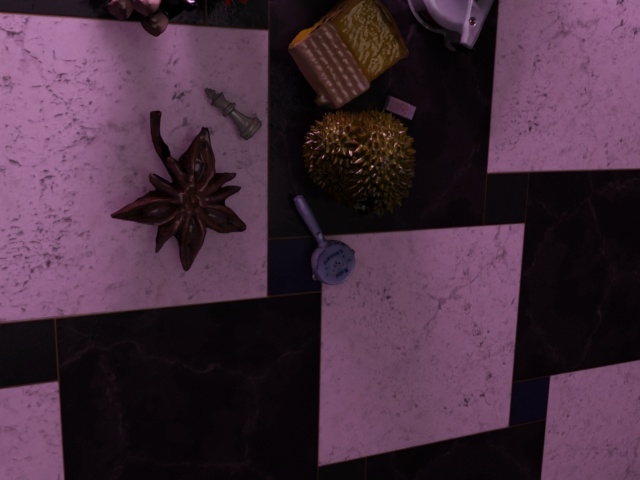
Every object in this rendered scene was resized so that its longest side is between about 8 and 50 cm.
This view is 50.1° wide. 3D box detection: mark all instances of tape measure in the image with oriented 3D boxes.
[{"bbox_3d":[0.338,-0.630,1.708,0.246,0.125,0.243,24,90,-27],"label":"tape measure"}]

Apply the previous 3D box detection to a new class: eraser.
[{"bbox_3d":[0.205,-0.342,1.767,0.083,0.019,0.038,16,93,-26],"label":"eraser"}]

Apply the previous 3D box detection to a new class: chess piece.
[{"bbox_3d":[-0.208,-0.299,1.579,0.149,0.059,0.059,40,83,-18],"label":"chess piece"}]

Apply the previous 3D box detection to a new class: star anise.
[{"bbox_3d":[-0.306,-0.105,1.545,0.349,0.109,0.292,39,77,-36],"label":"star anise"}]

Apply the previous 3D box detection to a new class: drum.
[{"bbox_3d":[0.019,-0.007,1.738,0.130,0.049,0.253,-19,108,-19],"label":"drum"}]

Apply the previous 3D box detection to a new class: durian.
[{"bbox_3d":[0.107,-0.193,1.625,0.224,0.291,0.291,-49,116,-26],"label":"durian"}]

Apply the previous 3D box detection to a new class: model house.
[{"bbox_3d":[0.053,-0.436,1.594,0.234,0.175,0.193,-44,115,-13],"label":"model house"}]

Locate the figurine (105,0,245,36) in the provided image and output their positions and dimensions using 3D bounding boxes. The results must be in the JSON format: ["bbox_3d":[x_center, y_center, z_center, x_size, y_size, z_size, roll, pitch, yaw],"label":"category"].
[{"bbox_3d":[-0.267,-0.592,1.380,0.412,0.306,0.241,-30,141,-3],"label":"figurine"}]
